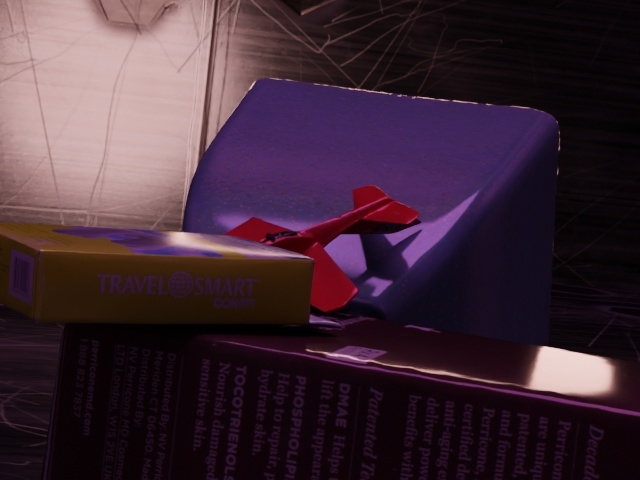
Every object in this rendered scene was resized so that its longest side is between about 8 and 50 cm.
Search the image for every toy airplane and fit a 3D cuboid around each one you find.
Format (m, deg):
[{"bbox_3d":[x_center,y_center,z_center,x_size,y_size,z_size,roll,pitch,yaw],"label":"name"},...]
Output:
[{"bbox_3d":[0.000,0.000,1.088,0.151,0.028,0.151,-6,25,3],"label":"toy airplane"}]

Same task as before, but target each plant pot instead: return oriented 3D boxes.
[{"bbox_3d":[0.019,0.048,1.238,0.247,0.247,0.252,8,25,18],"label":"plant pot"}]

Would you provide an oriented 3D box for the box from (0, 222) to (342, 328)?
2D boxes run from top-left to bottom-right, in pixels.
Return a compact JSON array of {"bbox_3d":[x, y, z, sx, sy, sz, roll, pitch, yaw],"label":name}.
[{"bbox_3d":[-0.088,0.020,0.939,0.178,0.042,0.109,3,6,-29],"label":"box"}]

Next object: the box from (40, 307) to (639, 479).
[{"bbox_3d":[0.058,0.124,0.953,0.381,0.143,0.191,10,5,17],"label":"box"}]
